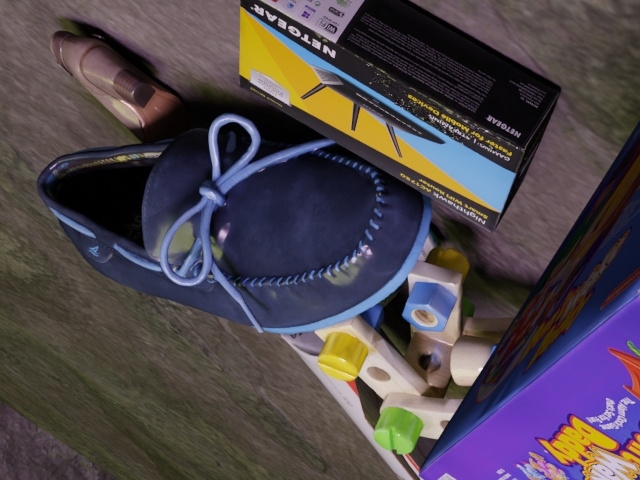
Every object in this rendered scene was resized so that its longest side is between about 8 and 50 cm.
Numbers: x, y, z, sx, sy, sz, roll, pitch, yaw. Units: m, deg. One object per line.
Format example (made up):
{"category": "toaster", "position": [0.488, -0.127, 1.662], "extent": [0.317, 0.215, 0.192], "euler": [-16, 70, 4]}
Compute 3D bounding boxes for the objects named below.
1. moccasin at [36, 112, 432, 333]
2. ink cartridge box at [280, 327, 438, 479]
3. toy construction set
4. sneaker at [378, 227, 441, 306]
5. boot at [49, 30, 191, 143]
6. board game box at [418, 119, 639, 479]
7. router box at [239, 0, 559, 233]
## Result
{"category": "moccasin", "position": [-0.077, -0.008, 1.234], "extent": [0.342, 0.137, 0.117], "euler": [-5, 150, 47]}
{"category": "ink cartridge box", "position": [0.043, 0.138, 1.388], "extent": [0.189, 0.066, 0.232], "euler": [52, -164, -28]}
{"category": "toy construction set", "position": [0.142, 0.136, 1.275], "extent": [0.215, 0.151, 0.327], "euler": [7, 157, 25]}
{"category": "sneaker", "position": [0.000, 0.000, 1.290], "extent": [0.166, 0.076, 0.065], "euler": [19, 156, 40]}
{"category": "boot", "position": [-0.145, -0.109, 1.331], "extent": [0.087, 0.042, 0.118], "euler": [33, 165, 28]}
{"category": "board game box", "position": [0.161, -0.008, 0.730], "extent": [0.078, 0.233, 0.347], "euler": [33, 163, 2]}
{"category": "router box", "position": [0.040, -0.085, 1.045], "extent": [0.179, 0.046, 0.133], "euler": [31, 162, 8]}
